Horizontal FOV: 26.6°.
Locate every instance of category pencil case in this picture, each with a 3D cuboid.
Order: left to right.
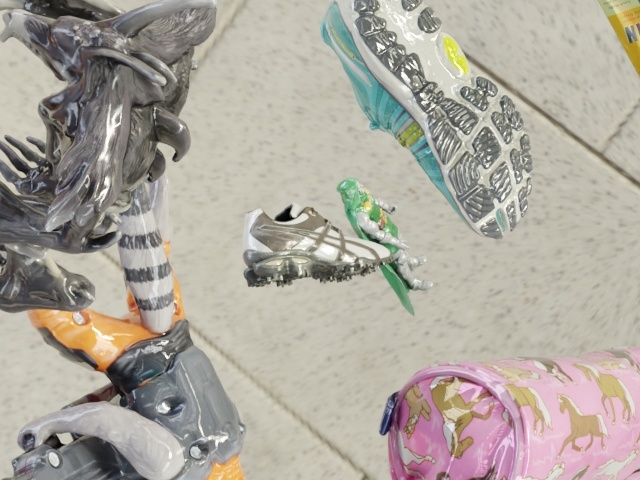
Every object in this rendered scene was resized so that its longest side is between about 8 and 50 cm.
[{"bbox_3d":[0.222,0.187,1.320,0.167,0.386,0.160,0,90,39],"label":"pencil case"}]

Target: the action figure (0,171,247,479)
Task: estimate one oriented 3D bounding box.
[{"bbox_3d":[-0.170,0.128,1.139,0.179,0.341,0.330,-16,103,32],"label":"action figure"}]

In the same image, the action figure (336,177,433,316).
[{"bbox_3d":[0.084,-0.012,1.850,0.063,0.232,0.137,-26,47,15],"label":"action figure"}]

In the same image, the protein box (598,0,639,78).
[{"bbox_3d":[0.438,-0.298,1.615,0.136,0.199,0.201,-17,121,34],"label":"protein box"}]

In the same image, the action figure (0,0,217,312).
[{"bbox_3d":[-0.142,-0.056,0.690,0.141,0.275,0.164,24,62,-9],"label":"action figure"}]

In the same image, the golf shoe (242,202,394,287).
[{"bbox_3d":[0.000,0.000,1.503,0.077,0.198,0.093,-24,72,47],"label":"golf shoe"}]

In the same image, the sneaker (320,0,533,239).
[{"bbox_3d":[0.100,-0.122,1.259,0.107,0.110,0.275,-39,101,-26],"label":"sneaker"}]
